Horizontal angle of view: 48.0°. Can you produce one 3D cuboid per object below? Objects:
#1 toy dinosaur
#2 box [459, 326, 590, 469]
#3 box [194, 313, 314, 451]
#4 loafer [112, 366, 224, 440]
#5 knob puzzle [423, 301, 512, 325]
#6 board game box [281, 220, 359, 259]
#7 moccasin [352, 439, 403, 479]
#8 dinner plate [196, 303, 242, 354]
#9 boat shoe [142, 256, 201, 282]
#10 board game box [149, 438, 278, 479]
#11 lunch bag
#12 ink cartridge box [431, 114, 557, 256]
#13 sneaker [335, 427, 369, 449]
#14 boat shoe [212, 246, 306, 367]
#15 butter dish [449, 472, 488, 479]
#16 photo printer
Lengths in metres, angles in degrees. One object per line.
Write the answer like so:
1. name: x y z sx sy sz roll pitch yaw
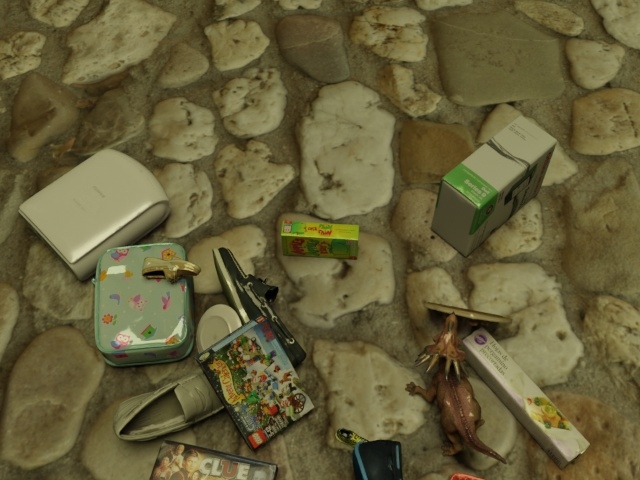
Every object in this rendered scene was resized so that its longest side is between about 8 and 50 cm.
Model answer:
1. toy dinosaur: 0.271 0.315 1.444 0.127 0.200 0.296 -19 59 -11
2. box: 0.422 0.327 1.513 0.063 0.067 0.324 -30 61 -18
3. box: -0.131 0.291 1.468 0.159 0.233 0.044 -33 20 -19
4. loafer: -0.270 0.333 1.483 0.319 0.111 0.112 -24 101 -8
5. knob puzzle: 0.319 0.167 1.561 0.213 0.213 0.030 11 89 8
6. board game box: 0.000 0.000 1.716 0.181 0.092 0.043 3 58 3
7. moccasin: 0.156 0.529 1.349 0.116 0.138 0.342 -10 58 -11
8. dinner plate: -0.227 0.211 1.579 0.141 0.017 0.141 -6 81 37
9. boat shoe: -0.329 0.069 1.578 0.135 0.050 0.045 4 60 16
10. board game box: -0.221 0.503 1.427 0.243 0.042 0.165 10 58 7
11. lunch bag: -0.402 0.140 1.626 0.223 0.108 0.279 -7 57 -2
12. ink cartridge box: 0.414 -0.132 1.722 0.289 0.211 0.121 -38 64 -21
13. sneaker: 0.069 0.413 1.482 0.083 0.035 0.031 19 60 13
14. boat shoe: -0.136 0.145 1.607 0.113 0.127 0.340 -23 61 -15
15. butter dish: 0.316 0.522 1.358 0.159 0.118 0.160 15 58 10
16. photo printer: -0.542 -0.079 1.769 0.307 0.107 0.256 -39 65 -21
